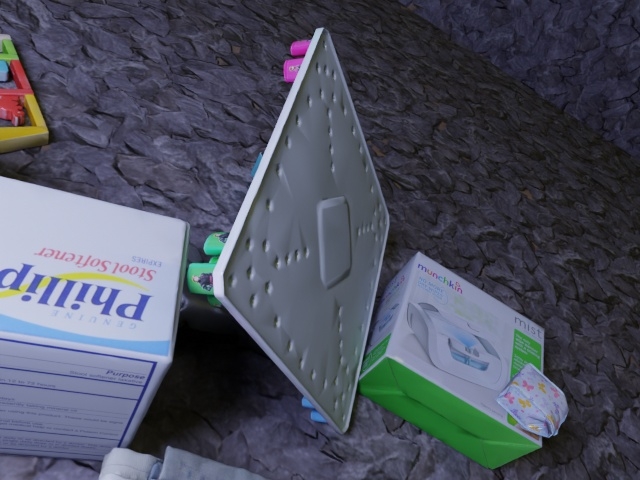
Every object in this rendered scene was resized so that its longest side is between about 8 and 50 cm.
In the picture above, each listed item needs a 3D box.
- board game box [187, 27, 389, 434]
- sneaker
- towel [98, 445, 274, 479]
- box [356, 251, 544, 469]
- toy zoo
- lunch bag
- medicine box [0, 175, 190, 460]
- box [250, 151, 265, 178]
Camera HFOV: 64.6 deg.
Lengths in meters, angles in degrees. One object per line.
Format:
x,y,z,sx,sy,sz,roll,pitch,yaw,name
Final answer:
0.000,0.000,0.673,0.050,0.390,0.389,0,53,23,board game box
-0.164,0.100,0.700,0.286,0.109,0.130,30,49,9,sneaker
-0.070,0.349,0.452,0.312,0.056,0.324,28,24,-27,towel
0.213,0.188,0.821,0.262,0.126,0.231,32,45,-2,box
-0.554,-0.224,0.786,0.192,0.030,0.293,-13,61,-38,toy zoo
0.300,0.228,0.710,0.083,0.053,0.071,42,42,21,lunch bag
-0.291,0.090,0.481,0.264,0.289,0.149,14,47,-20,medicine box
-0.039,-0.052,0.922,0.101,0.060,0.244,-3,55,-34,box
